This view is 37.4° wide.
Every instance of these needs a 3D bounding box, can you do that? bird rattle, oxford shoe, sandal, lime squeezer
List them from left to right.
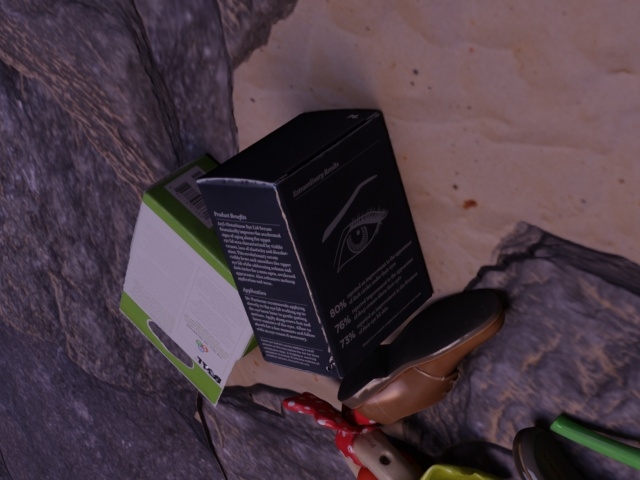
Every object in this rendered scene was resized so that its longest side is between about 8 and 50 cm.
[{"bbox_3d":[0.068,0.265,1.062,0.253,0.143,0.207,34,155,26],"label":"bird rattle"},{"bbox_3d":[0.112,0.119,0.932,0.076,0.076,0.212,39,130,-14],"label":"oxford shoe"},{"bbox_3d":[0.269,0.265,0.902,0.060,0.090,0.219,-38,82,30],"label":"sandal"},{"bbox_3d":[0.340,0.246,0.819,0.310,0.059,0.110,38,140,16],"label":"lime squeezer"}]

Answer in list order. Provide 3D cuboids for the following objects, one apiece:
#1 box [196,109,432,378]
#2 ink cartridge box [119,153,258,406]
[{"bbox_3d":[0.000,0.000,0.891,0.108,0.153,0.207,6,122,44],"label":"box"},{"bbox_3d":[-0.132,0.054,1.114,0.189,0.097,0.255,42,143,12],"label":"ink cartridge box"}]
